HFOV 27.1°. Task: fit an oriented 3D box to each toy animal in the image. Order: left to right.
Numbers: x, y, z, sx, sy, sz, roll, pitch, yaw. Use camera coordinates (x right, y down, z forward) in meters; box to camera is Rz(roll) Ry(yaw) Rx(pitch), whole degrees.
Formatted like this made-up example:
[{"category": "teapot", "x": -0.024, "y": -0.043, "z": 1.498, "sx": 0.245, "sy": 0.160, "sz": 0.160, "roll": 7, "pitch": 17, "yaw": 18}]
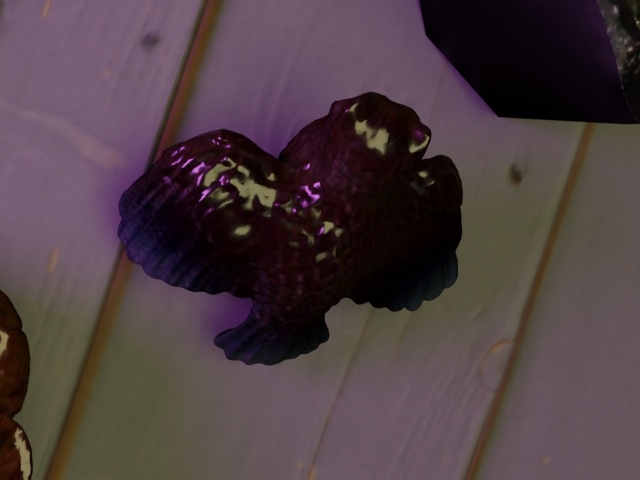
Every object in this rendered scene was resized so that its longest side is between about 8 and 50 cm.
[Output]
[{"category": "toy animal", "x": 0.003, "y": -0.005, "z": 0.742, "sx": 0.218, "sy": 0.179, "sz": 0.116, "roll": 10, "pitch": 68, "yaw": -22}]

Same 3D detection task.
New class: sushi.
[{"category": "sushi", "x": 0.160, "y": -0.213, "z": 0.751, "sx": 0.212, "sy": 0.215, "sz": 0.227, "roll": -41, "pitch": 109, "yaw": -12}]

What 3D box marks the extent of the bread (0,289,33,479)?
[{"category": "bread", "x": -0.269, "y": 0.099, "z": 0.668, "sx": 0.232, "sy": 0.135, "sz": 0.247, "roll": 33, "pitch": 85, "yaw": -22}]
